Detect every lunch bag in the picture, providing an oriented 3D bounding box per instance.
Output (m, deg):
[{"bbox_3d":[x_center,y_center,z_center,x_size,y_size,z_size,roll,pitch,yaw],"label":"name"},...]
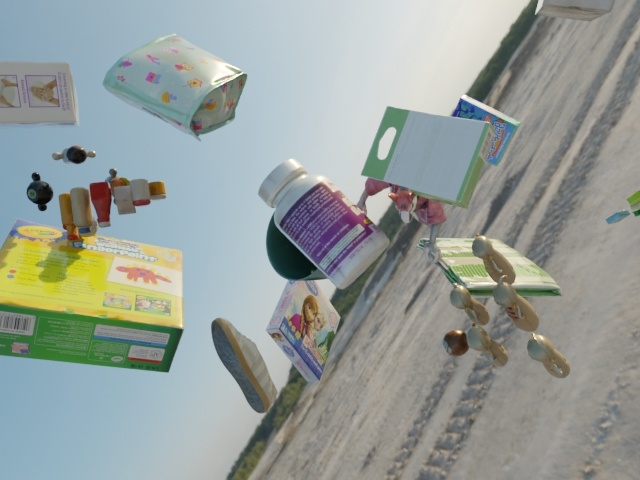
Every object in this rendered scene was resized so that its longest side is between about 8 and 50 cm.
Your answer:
[{"bbox_3d":[-0.326,-0.343,1.174,0.160,0.224,0.262,-64,-3,36],"label":"lunch bag"}]

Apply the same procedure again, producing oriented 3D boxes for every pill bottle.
[{"bbox_3d":[0.001,-0.046,1.198,0.169,0.301,0.169,-44,-9,-8],"label":"pill bottle"}]

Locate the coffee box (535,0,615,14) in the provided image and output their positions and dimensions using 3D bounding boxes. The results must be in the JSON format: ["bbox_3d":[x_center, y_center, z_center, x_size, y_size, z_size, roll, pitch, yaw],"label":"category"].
[{"bbox_3d":[0.584,-0.569,1.180,0.246,0.141,0.098,-44,-35,-63],"label":"coffee box"}]

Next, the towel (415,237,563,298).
[{"bbox_3d":[0.396,0.060,1.253,0.325,0.248,0.038,-115,27,-69],"label":"towel"}]

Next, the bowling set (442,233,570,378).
[{"bbox_3d":[0.303,0.155,0.958,0.200,0.154,0.286,-36,42,17],"label":"bowling set"}]

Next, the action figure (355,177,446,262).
[{"bbox_3d":[0.246,-0.123,1.260,0.275,0.248,0.370,-61,-11,11],"label":"action figure"}]

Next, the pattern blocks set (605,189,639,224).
[{"bbox_3d":[0.928,-0.136,1.352,0.286,0.026,0.324,-15,-21,-12],"label":"pattern blocks set"}]

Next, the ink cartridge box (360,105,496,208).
[{"bbox_3d":[0.220,-0.179,1.076,0.056,0.235,0.171,23,-93,-55],"label":"ink cartridge box"}]

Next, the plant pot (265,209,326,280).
[{"bbox_3d":[0.000,0.000,1.750,0.235,0.293,0.292,11,-66,-49],"label":"plant pot"}]

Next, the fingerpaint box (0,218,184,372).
[{"bbox_3d":[-0.598,0.141,1.342,0.163,0.445,0.371,-67,25,24],"label":"fingerpaint box"}]

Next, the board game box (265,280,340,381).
[{"bbox_3d":[-0.055,0.321,1.996,0.066,0.318,0.317,-11,38,30],"label":"board game box"}]

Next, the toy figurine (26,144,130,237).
[{"bbox_3d":[-0.636,-0.134,1.360,0.209,0.213,0.148,-52,27,-15],"label":"toy figurine"}]

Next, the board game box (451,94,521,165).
[{"bbox_3d":[0.537,-0.368,1.728,0.047,0.210,0.160,-38,-27,-43],"label":"board game box"}]

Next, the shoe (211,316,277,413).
[{"bbox_3d":[-0.155,0.249,1.061,0.077,0.218,0.058,-18,11,46],"label":"shoe"}]

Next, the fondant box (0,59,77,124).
[{"bbox_3d":[-0.570,-0.225,0.819,0.238,0.331,0.096,-157,62,-64],"label":"fondant box"}]

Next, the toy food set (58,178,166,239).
[{"bbox_3d":[-0.461,-0.070,1.146,0.111,0.233,0.104,155,106,-77],"label":"toy food set"}]
